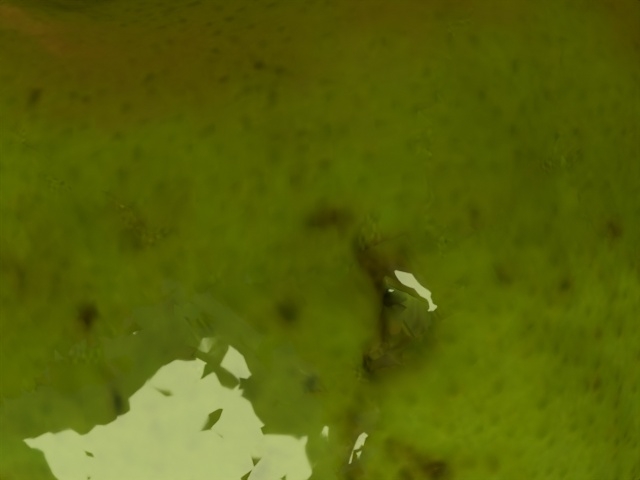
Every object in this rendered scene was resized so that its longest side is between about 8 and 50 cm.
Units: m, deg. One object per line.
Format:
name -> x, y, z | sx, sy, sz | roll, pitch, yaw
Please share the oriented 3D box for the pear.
pear -> -0.023, 0.009, 0.646 | 0.391, 0.391, 0.391 | 4, 146, 3
